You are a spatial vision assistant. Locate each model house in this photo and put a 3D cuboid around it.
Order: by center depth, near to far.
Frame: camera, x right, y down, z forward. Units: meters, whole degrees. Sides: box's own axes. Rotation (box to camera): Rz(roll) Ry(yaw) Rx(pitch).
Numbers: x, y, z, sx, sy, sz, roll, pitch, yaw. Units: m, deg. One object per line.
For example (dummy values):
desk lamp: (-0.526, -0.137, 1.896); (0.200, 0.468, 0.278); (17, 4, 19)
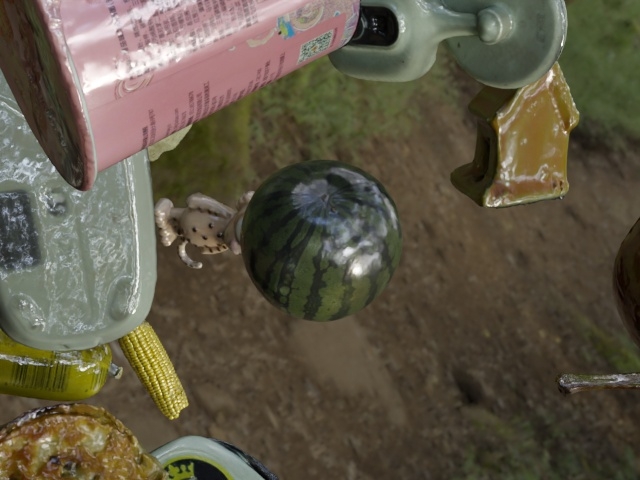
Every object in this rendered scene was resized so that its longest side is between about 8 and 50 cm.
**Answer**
model house: (0.290, -0.187, 1.824); (0.268, 0.174, 0.239); (-125, -144, -70)

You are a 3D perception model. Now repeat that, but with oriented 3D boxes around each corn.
corn: (-0.299, 0.223, 2.126); (0.206, 0.067, 0.067); (62, 22, -11)

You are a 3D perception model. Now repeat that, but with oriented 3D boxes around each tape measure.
tape measure: (-0.172, 0.369, 1.673); (0.235, 0.115, 0.207); (-28, 67, -40)

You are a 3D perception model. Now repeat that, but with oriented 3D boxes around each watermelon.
watermelon: (0.000, 0.000, 1.510); (0.212, 0.212, 0.212); (45, 27, -31)

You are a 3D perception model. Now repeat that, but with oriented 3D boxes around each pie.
pie: (-0.337, 0.349, 1.491); (0.315, 0.092, 0.315); (6, 50, -7)

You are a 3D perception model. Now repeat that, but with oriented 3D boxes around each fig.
fig: (0.355, 0.071, 1.078); (0.204, 0.186, 0.249); (46, 45, -9)

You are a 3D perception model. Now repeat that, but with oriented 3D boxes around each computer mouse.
computer mouse: (-0.273, -0.048, 1.238); (0.095, 0.197, 0.330); (-109, -165, -78)

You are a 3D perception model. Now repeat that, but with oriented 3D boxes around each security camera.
security camera: (0.132, -0.249, 1.360); (0.080, 0.302, 0.157); (-31, 122, -48)

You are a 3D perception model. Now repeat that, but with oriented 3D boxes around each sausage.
sausage: (-0.461, 0.163, 1.746); (0.347, 0.123, 0.123); (11, 42, -14)

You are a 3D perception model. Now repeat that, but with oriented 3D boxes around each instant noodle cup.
instant noodle cup: (-0.116, -0.189, 0.854); (0.243, 0.231, 0.243); (52, -22, 31)

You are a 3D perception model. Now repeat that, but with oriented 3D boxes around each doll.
doll: (-0.154, -0.016, 2.053); (0.119, 0.278, 0.154); (-62, 142, -44)

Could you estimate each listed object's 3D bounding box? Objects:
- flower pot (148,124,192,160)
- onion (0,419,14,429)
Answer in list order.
flower pot: (-0.266, -0.192, 1.421); (0.203, 0.212, 0.212); (30, 37, -49)
onion: (-0.434, 0.421, 1.862); (0.313, 0.314, 0.232); (60, 14, -1)
